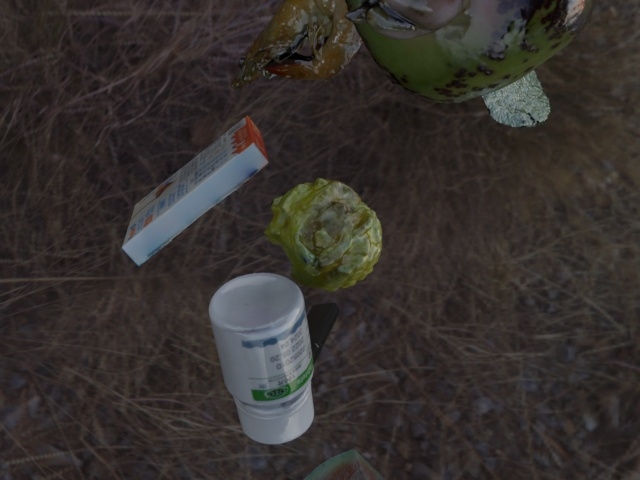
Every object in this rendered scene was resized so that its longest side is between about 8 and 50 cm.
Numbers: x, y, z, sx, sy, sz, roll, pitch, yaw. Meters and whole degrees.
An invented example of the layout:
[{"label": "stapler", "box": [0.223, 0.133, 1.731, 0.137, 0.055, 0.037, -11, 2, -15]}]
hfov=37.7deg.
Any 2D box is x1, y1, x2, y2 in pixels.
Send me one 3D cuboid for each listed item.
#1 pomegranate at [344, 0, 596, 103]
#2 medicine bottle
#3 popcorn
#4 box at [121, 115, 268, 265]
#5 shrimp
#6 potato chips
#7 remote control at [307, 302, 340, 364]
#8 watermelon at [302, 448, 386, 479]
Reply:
[{"label": "pomegranate", "box": [0.136, -0.281, 0.985, 0.341, 0.285, 0.285, -30, 98, -58]}, {"label": "medicine bottle", "box": [-0.077, 0.176, 1.363, 0.139, 0.139, 0.237, -27, 128, -25]}, {"label": "popcorn", "box": [0.004, -0.009, 1.344, 0.173, 0.173, 0.142, 32, 68, -18]}, {"label": "box", "box": [-0.205, -0.090, 1.546, 0.265, 0.273, 0.048, -37, 108, 6]}, {"label": "shrimp", "box": [-0.025, -0.272, 1.311, 0.063, 0.287, 0.152, 0, 61, -47]}, {"label": "potato chips", "box": [0.302, -0.265, 1.467, 0.228, 0.059, 0.167, 49, 58, -44]}, {"label": "remote control", "box": [-0.017, 0.172, 1.643, 0.063, 0.245, 0.025, -10, 108, 17]}, {"label": "watermelon", "box": [0.025, 0.419, 1.252, 0.213, 0.201, 0.262, -48, 63, 2]}]
